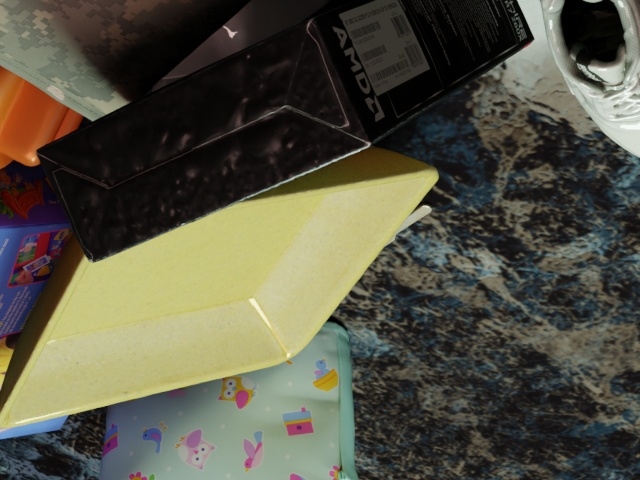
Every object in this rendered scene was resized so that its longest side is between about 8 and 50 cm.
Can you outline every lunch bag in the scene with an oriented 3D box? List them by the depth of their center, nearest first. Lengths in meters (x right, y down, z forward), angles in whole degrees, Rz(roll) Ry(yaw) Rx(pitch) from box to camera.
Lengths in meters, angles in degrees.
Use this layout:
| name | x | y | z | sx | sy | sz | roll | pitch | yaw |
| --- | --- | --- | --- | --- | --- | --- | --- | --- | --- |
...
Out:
| name | x | y | z | sx | sy | sz | roll | pitch | yaw |
| --- | --- | --- | --- | --- | --- | --- | --- | --- | --- |
| lunch bag | -0.188 | -0.245 | 1.065 | 0.287 | 0.169 | 0.235 | 28 | 133 | -32 |
| lunch bag | -0.084 | 0.207 | 1.610 | 0.262 | 0.223 | 0.160 | -12 | 144 | 16 |

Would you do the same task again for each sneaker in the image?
| name | x | y | z | sx | sy | sz | roll | pitch | yaw |
| --- | --- | --- | --- | --- | --- | --- | --- | --- | --- |
| sneaker | 0.231 | -0.145 | 1.236 | 0.110 | 0.118 | 0.292 | -17 | 137 | 22 |

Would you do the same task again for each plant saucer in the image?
| name | x | y | z | sx | sy | sz | roll | pitch | yaw |
| --- | --- | --- | --- | --- | --- | --- | --- | --- | --- |
| plant saucer | -0.109 | 0.025 | 1.372 | 0.332 | 0.081 | 0.333 | -11 | 151 | -34 |

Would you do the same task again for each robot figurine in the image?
| name | x | y | z | sx | sy | sz | roll | pitch | yaw |
| --- | --- | --- | --- | --- | --- | --- | --- | --- | --- |
| robot figurine | -0.297 | -0.139 | 1.255 | 0.219 | 0.158 | 0.128 | 28 | 137 | 9 |

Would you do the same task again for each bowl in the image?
| name | x | y | z | sx | sy | sz | roll | pitch | yaw |
| --- | --- | --- | --- | --- | --- | --- | --- | --- | --- |
| bowl | -0.076 | -0.182 | 1.229 | 0.142 | 0.053 | 0.142 | -30 | 173 | 37 |

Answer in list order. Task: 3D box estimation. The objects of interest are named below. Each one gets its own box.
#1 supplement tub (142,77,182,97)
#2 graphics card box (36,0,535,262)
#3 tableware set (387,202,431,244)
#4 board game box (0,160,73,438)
| name | x | y | z | sx | sy | sz | roll | pitch | yaw |
| --- | --- | --- | --- | --- | --- | --- | --- | --- | --- |
| supplement tub | -0.133 | -0.097 | 1.363 | 0.071 | 0.071 | 0.107 | 25 | 136 | -23 |
| graphics card box | -0.009 | -0.108 | 1.130 | 0.232 | 0.371 | 0.094 | -21 | 98 | 29 |
| tableware set | 0.000 | 0.000 | 1.493 | 0.128 | 0.039 | 0.194 | 29 | 135 | -27 |
| board game box | -0.292 | 0.064 | 1.450 | 0.233 | 0.078 | 0.347 | -5 | 143 | -41 |
